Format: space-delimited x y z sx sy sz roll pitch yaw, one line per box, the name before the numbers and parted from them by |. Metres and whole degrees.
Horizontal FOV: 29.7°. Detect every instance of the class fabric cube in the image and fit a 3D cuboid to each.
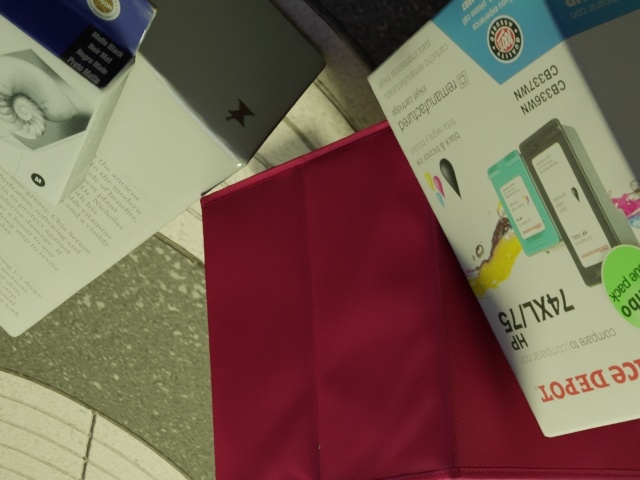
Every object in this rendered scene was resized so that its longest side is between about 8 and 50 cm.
fabric cube | 0.079 0.075 0.952 0.254 0.258 0.259 9 159 -43

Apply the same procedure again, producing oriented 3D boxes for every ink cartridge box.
ink cartridge box | -0.256 -0.160 0.941 0.223 0.045 0.224 36 137 1
ink cartridge box | 0.202 -0.048 0.752 0.270 0.197 0.198 64 153 5

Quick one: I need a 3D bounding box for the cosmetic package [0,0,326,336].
cosmetic package | -0.232 -0.103 1.130 0.230 0.161 0.453 47 138 -12
